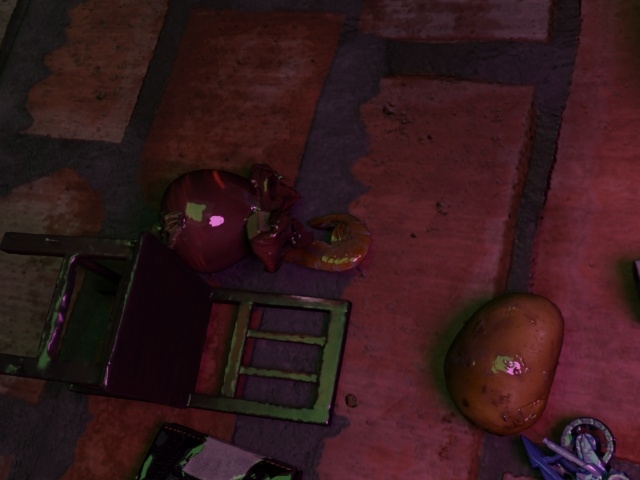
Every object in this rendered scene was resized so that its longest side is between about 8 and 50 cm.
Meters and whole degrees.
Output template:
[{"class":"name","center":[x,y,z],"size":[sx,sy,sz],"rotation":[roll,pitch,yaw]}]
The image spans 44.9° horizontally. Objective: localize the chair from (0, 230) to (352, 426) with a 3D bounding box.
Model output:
[{"class":"chair","center":[-0.202,0.119,1.023],"size":[0.416,0.240,0.203],"rotation":[2,69,22]}]

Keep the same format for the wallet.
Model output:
[{"class":"wallet","center":[-0.165,0.388,1.007],"size":[0.221,0.071,0.262],"rotation":[13,68,25]}]

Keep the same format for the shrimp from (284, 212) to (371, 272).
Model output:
[{"class":"shrimp","center":[-0.003,-0.004,1.106],"size":[0.162,0.045,0.095],"rotation":[10,76,30]}]

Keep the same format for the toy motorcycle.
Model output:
[{"class":"toy motorcycle","center":[0.300,0.302,0.863],"size":[0.114,0.076,0.205],"rotation":[-24,63,19]}]

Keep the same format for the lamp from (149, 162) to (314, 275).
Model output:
[{"class":"lamp","center":[-0.140,-0.031,1.095],"size":[0.223,0.151,0.215],"rotation":[-32,37,16]}]

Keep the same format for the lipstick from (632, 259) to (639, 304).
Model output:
[{"class":"lipstick","center":[0.495,0.038,0.883],"size":[0.253,0.079,0.077],"rotation":[-13,66,14]}]

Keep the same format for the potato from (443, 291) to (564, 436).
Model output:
[{"class":"potato","center":[0.217,0.141,0.923],"size":[0.137,0.137,0.176],"rotation":[8,71,23]}]
